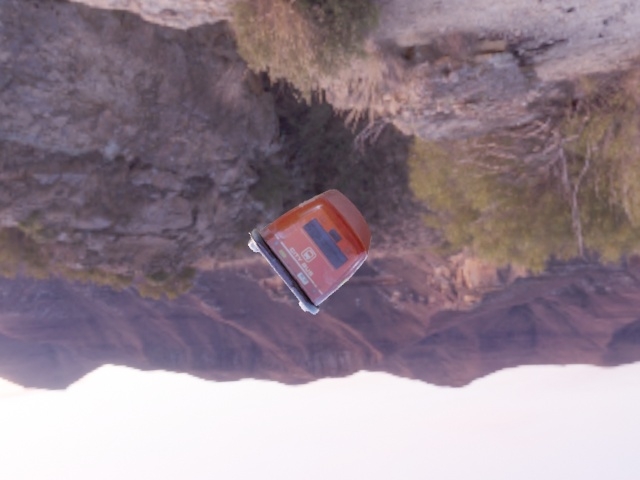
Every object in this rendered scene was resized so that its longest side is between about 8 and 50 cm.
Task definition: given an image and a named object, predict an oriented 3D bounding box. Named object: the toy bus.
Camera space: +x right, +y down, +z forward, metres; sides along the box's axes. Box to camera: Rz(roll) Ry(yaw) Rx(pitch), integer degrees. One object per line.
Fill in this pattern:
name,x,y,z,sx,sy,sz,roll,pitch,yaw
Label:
toy bus,0.000,0.000,0.938,0.120,0.121,0.265,-39,-179,8
